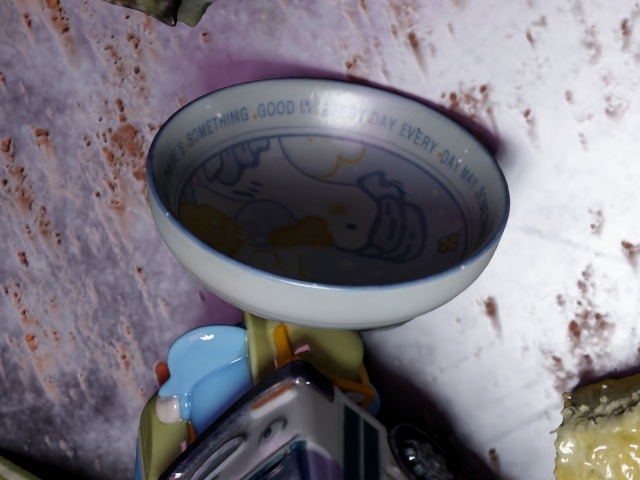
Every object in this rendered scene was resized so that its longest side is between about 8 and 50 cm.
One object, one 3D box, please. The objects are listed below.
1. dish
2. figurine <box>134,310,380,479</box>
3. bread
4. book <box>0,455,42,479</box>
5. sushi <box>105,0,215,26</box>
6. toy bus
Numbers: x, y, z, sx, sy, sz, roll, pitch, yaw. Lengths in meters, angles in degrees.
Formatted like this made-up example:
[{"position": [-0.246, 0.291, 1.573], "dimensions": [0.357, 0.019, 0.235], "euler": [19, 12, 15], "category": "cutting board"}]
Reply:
[{"position": [0.000, 0.000, 1.114], "dimensions": [0.273, 0.273, 0.134], "euler": [18, 127, 13], "category": "dish"}, {"position": [-0.056, 0.155, 1.224], "dimensions": [0.180, 0.154, 0.262], "euler": [29, 126, 0], "category": "figurine"}, {"position": [0.300, 0.181, 1.115], "dimensions": [0.245, 0.121, 0.174], "euler": [-11, 95, 20], "category": "bread"}, {"position": [-0.231, 0.346, 1.282], "dimensions": [0.352, 0.035, 0.239], "euler": [20, 109, 41], "category": "book"}, {"position": [-0.161, -0.338, 1.063], "dimensions": [0.294, 0.299, 0.281], "euler": [21, 135, 14], "category": "sushi"}, {"position": [0.074, 0.320, 1.092], "dimensions": [0.440, 0.249, 0.209], "euler": [40, 111, -18], "category": "toy bus"}]
